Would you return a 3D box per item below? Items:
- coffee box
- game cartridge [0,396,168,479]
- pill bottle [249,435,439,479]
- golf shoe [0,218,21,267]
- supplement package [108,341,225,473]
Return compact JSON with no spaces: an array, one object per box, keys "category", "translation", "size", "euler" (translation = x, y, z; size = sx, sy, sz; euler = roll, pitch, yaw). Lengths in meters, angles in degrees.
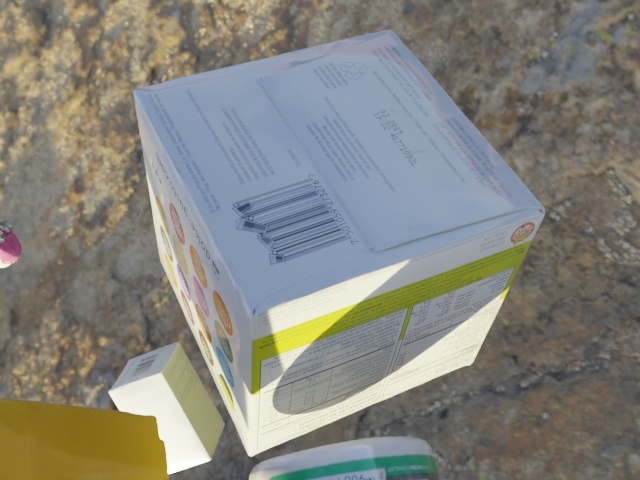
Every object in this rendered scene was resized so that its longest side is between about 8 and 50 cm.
[{"category":"coffee box","translation":[0.000,0.000,0.971],"size":[0.337,0.338,0.334],"euler":[59,158,32]},{"category":"game cartridge","translation":[-0.203,0.286,0.663],"size":[0.053,0.323,0.285],"euler":[-12,72,8]},{"category":"pill bottle","translation":[0.047,0.395,0.783],"size":[0.204,0.204,0.361],"euler":[-28,62,39]},{"category":"golf shoe","translation":[-0.606,-0.028,1.179],"size":[0.140,0.306,0.115],"euler":[-57,8,10]},{"category":"supplement package","translation":[-0.252,0.281,1.306],"size":[0.105,0.179,0.105],"euler":[-21,17,13]}]
